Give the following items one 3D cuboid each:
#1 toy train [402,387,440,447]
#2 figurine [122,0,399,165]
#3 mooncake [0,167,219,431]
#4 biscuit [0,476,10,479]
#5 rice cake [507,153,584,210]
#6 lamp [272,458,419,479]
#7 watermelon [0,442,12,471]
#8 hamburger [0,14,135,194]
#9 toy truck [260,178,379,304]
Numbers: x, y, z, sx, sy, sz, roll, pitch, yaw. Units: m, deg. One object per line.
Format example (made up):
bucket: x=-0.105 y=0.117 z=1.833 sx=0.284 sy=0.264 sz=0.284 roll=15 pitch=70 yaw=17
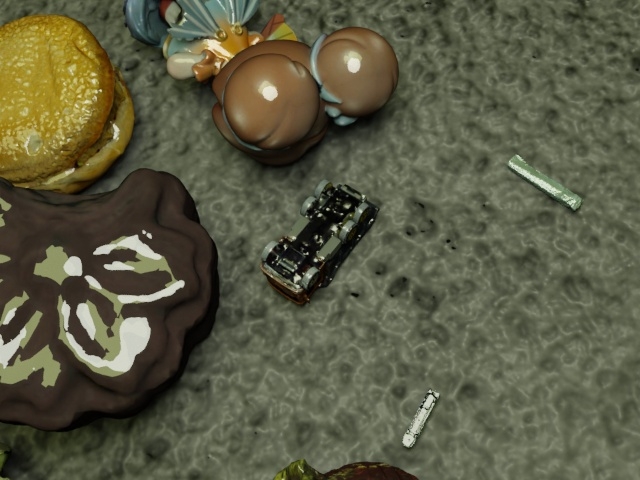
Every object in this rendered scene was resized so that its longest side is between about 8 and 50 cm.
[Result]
toy train: x=0.132 y=0.235 z=0.939 sx=0.017 sy=0.017 sz=0.083 roll=27 pitch=74 yaw=18
figurine: x=-0.100 y=-0.275 z=1.062 sx=0.277 sy=0.248 sz=0.388 roll=-28 pitch=68 yaw=-30
mooncake: x=-0.320 y=0.066 z=0.931 sx=0.381 sy=0.212 sz=0.350 roll=-12 pitch=76 yaw=-11
biscuit: x=-0.471 y=0.340 z=0.926 sx=0.203 sy=0.016 sz=0.144 roll=13 pitch=115 yaw=10
rice cake: x=0.327 y=-0.084 z=1.039 sx=0.121 sy=0.021 sz=0.022 roll=38 pitch=88 yaw=18
lamp: x=0.029 y=0.355 z=0.793 sx=0.247 sy=0.247 sz=0.246 roll=-2 pitch=68 yaw=6
watermelon: x=-0.512 y=0.272 z=0.950 sx=0.245 sy=0.119 sz=0.063 roll=13 pitch=59 yaw=14
hamburger: x=-0.449 y=-0.193 z=1.097 sx=0.314 sy=0.170 sz=0.289 roll=-21 pitch=65 yaw=-1
toy truck: x=0.000 y=0.000 z=1.012 sx=0.083 sy=0.092 sz=0.192 roll=33 pitch=68 yaw=17
